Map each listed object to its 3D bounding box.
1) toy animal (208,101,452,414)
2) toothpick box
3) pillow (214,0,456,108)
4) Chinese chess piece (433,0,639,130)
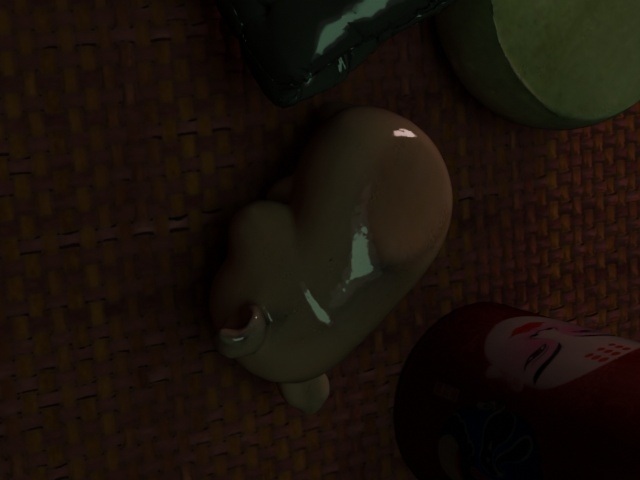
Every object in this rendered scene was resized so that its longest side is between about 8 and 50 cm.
[{"bbox_3d":[0.009,0.007,0.902,0.166,0.154,0.250,40,80,-37],"label":"toy animal"},{"bbox_3d":[0.238,0.179,0.953,0.204,0.333,0.204,-4,98,-30],"label":"toothpick box"},{"bbox_3d":[0.053,-0.270,0.862,0.326,0.101,0.228,-30,89,-12],"label":"pillow"},{"bbox_3d":[0.222,-0.228,1.019,0.250,0.101,0.250,-4,97,-29],"label":"Chinese chess piece"}]
